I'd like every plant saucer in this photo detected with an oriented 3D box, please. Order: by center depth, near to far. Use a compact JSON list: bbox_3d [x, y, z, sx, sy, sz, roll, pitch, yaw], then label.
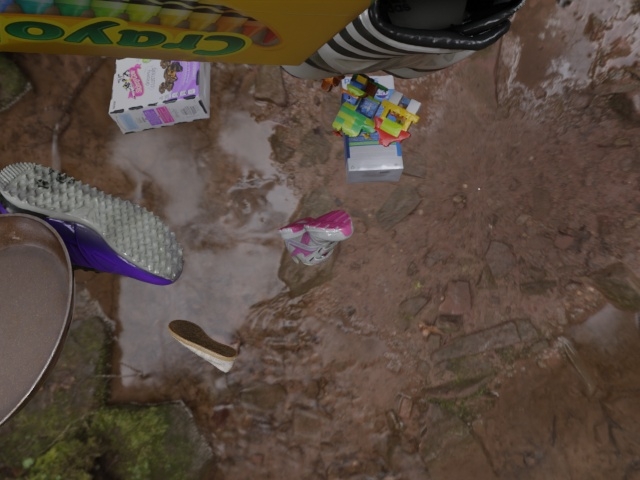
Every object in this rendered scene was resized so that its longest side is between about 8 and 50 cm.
[{"bbox_3d":[-0.427,0.112,0.685,0.310,0.050,0.311,-9,63,17],"label":"plant saucer"}]

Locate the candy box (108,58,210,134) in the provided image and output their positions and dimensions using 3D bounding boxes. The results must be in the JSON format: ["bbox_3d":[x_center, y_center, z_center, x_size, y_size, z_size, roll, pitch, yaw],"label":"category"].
[{"bbox_3d":[-0.341,-0.327,1.172,0.196,0.070,0.165,-10,60,6],"label":"candy box"}]

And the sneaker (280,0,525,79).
[{"bbox_3d":[0.179,-0.286,0.700,0.257,0.447,0.169,19,124,46],"label":"sneaker"}]

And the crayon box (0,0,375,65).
[{"bbox_3d":[-0.103,-0.195,0.263,0.313,0.362,0.106,-14,84,61],"label":"crayon box"}]

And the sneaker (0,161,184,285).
[{"bbox_3d":[-0.360,0.002,0.860,0.293,0.102,0.146,30,128,-9],"label":"sneaker"}]

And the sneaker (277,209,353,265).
[{"bbox_3d":[0.000,0.000,1.295,0.252,0.103,0.111,-7,106,59],"label":"sneaker"}]

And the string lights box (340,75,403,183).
[{"bbox_3d":[0.123,-0.277,1.351,0.133,0.077,0.260,-2,72,-2],"label":"string lights box"}]

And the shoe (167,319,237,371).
[{"bbox_3d":[-0.328,0.288,1.492,0.219,0.076,0.058,26,119,16],"label":"shoe"}]

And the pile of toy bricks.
[{"bbox_3d":[0.057,-0.214,0.891,0.212,0.118,0.105,31,104,12],"label":"pile of toy bricks"}]
